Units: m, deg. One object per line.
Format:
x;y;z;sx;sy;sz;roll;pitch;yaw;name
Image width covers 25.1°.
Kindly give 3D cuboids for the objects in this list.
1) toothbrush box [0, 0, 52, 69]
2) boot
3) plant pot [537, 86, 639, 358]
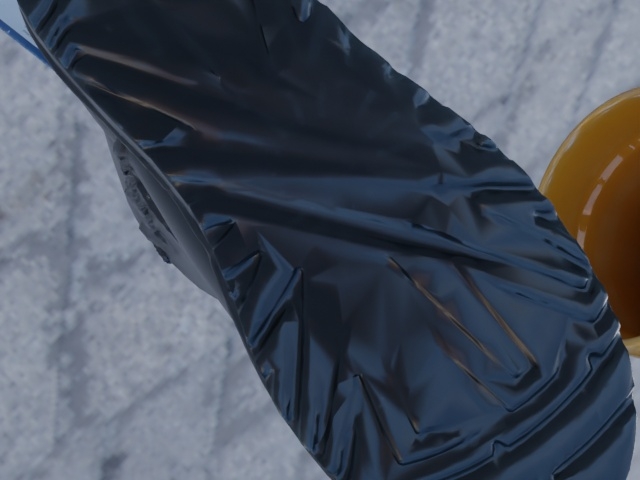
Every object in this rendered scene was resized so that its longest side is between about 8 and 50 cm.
-0.205;-0.227;1.298;0.126;0.216;0.295;-54;170;8;toothbrush box
0.000;0.000;0.491;0.094;0.246;0.207;-39;171;-5;boot
0.300;0.004;1.122;0.188;0.205;0.205;19;112;-36;plant pot
